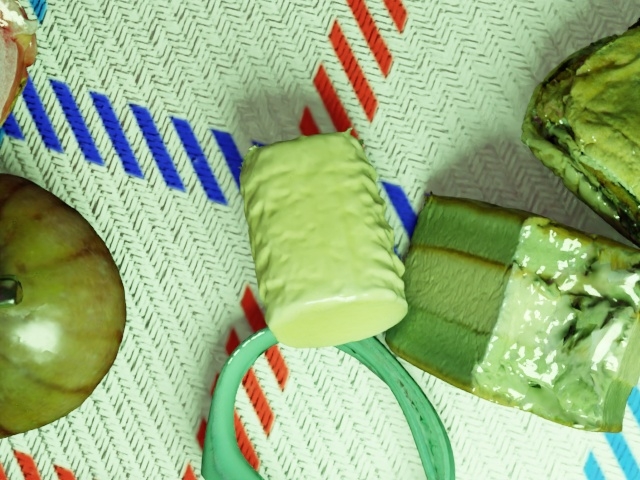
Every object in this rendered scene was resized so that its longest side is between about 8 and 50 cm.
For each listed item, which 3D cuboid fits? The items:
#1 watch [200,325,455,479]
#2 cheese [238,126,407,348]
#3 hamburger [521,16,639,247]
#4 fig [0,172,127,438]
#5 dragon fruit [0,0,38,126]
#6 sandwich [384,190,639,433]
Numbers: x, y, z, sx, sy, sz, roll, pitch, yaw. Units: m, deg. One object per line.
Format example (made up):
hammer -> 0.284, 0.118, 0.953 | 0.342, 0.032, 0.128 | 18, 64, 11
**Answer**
watch -> 0.010, 0.179, 1.659 | 0.237, 0.068, 0.195 | 42, 87, 17
cheese -> 0.000, 0.000, 1.644 | 0.123, 0.094, 0.167 | -9, 63, -10
hamburger -> 0.279, -0.082, 1.594 | 0.183, 0.130, 0.206 | -36, 62, -13
fig -> -0.290, 0.057, 1.690 | 0.235, 0.214, 0.235 | 1, 92, 39
dragon fruit -> -0.403, -0.166, 1.718 | 0.291, 0.250, 0.269 | 12, 69, 48
sandwich -> 0.151, 0.051, 1.570 | 0.227, 0.198, 0.155 | 19, 89, 16
